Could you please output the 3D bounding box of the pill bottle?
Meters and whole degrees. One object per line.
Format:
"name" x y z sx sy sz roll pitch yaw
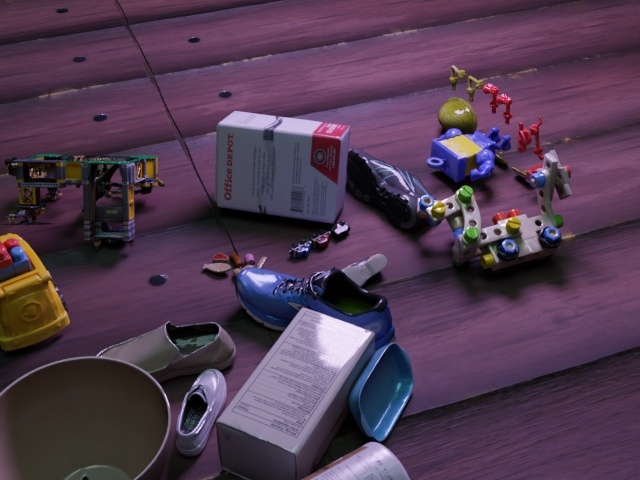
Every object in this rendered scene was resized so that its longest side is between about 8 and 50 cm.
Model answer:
"pill bottle" 0.018 0.410 1.374 0.229 0.131 0.131 -23 45 -26

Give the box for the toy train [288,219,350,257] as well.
"toy train" 0.000 0.000 1.954 0.158 0.027 0.036 -26 57 -29

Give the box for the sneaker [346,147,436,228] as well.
"sneaker" 0.156 -0.120 2.061 0.106 0.101 0.267 -19 51 -36

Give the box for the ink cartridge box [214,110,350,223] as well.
"ink cartridge box" -0.084 -0.162 2.002 0.272 0.197 0.114 9 23 10

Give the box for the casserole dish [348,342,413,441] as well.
"casserole dish" 0.103 0.261 1.581 0.037 0.114 0.188 -8 30 37

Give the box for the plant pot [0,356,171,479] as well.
"plant pot" -0.362 0.346 1.405 0.284 0.191 0.284 0 40 0

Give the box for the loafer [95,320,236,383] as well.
"loafer" -0.288 0.199 1.659 0.268 0.092 0.102 -12 41 -14

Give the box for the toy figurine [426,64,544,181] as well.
"toy figurine" 0.324 -0.242 2.131 0.217 0.191 0.362 -25 44 -20

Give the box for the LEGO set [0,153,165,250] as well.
"LEGO set" -0.506 -0.083 1.981 0.331 0.192 0.255 0 10 -5

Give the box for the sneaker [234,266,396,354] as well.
"sneaker" -0.010 0.101 1.736 0.330 0.147 0.130 15 42 18

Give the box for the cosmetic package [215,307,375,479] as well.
"cosmetic package" -0.036 0.268 1.548 0.153 0.129 0.296 19 43 21

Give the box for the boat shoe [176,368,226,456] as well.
"boat shoe" -0.210 0.283 1.580 0.066 0.063 0.184 11 41 12

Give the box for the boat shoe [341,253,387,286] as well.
"boat shoe" 0.074 0.068 1.860 0.137 0.049 0.043 -29 6 -28

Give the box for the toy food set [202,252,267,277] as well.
"toy food set" -0.176 0.051 1.899 0.122 0.019 0.078 8 39 21

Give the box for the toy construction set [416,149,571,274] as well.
"toy construction set" 0.381 -0.051 1.899 0.327 0.151 0.215 -22 63 -3

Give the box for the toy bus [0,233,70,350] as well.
"toy bus" -0.591 0.064 1.732 0.149 0.211 0.220 -24 44 -25
